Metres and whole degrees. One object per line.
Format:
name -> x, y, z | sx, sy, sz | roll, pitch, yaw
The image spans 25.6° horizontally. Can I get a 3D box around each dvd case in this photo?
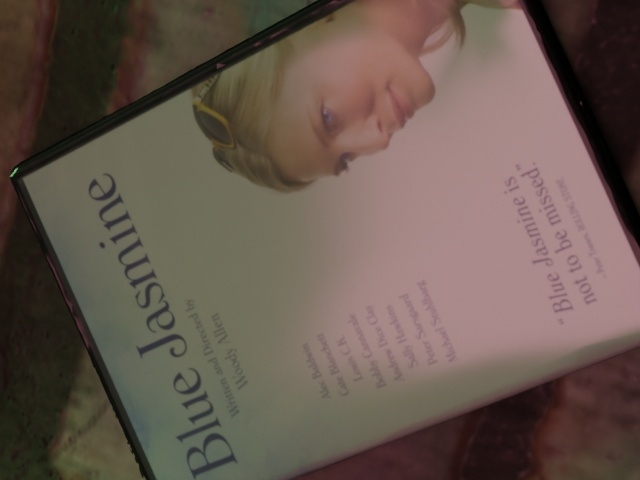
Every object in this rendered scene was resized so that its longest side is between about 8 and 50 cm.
dvd case -> 0.000, 0.000, 0.596 | 0.253, 0.022, 0.180 | -25, 89, 24
